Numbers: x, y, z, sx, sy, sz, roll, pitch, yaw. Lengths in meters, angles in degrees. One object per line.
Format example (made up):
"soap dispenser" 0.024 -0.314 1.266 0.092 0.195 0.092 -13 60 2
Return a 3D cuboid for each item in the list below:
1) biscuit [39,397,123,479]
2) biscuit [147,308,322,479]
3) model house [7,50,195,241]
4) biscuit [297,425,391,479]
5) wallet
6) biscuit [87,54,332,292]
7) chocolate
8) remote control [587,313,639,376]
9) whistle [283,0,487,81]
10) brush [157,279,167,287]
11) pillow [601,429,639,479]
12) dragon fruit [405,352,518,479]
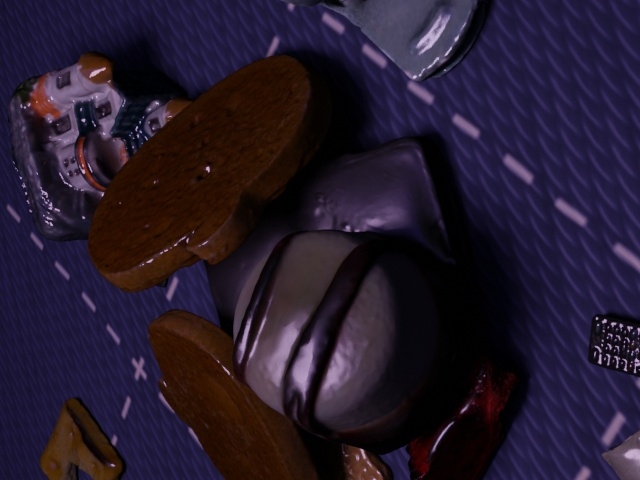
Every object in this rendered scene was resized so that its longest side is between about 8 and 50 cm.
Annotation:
"biscuit" -0.425 0.391 2.138 0.174 0.039 0.183 49 126 25
"biscuit" -0.122 0.249 1.715 0.314 0.063 0.367 16 137 52
"model house" -0.307 -0.161 1.842 0.300 0.190 0.272 -18 82 43
"biscuit" 0.011 0.289 1.712 0.144 0.040 0.236 -47 67 31
"wallet" 0.000 0.000 1.591 0.377 0.051 0.197 -20 80 26
"biscuit" -0.145 -0.079 1.628 0.394 0.070 0.350 -34 35 14
"chocolate" 0.011 0.115 1.444 0.283 0.186 0.284 -2 86 32
"remote control" 0.400 0.132 1.318 0.245 0.025 0.063 14 101 41
"whistle" 0.029 -0.373 1.532 0.404 0.188 0.168 35 119 -3
"brush" -0.317 0.033 1.996 0.193 0.016 0.063 11 102 42
"pillow" 0.420 0.295 1.307 0.148 0.050 0.230 -43 67 36
"dragon fruit" 0.161 0.216 1.500 0.092 0.122 0.192 48 127 40
